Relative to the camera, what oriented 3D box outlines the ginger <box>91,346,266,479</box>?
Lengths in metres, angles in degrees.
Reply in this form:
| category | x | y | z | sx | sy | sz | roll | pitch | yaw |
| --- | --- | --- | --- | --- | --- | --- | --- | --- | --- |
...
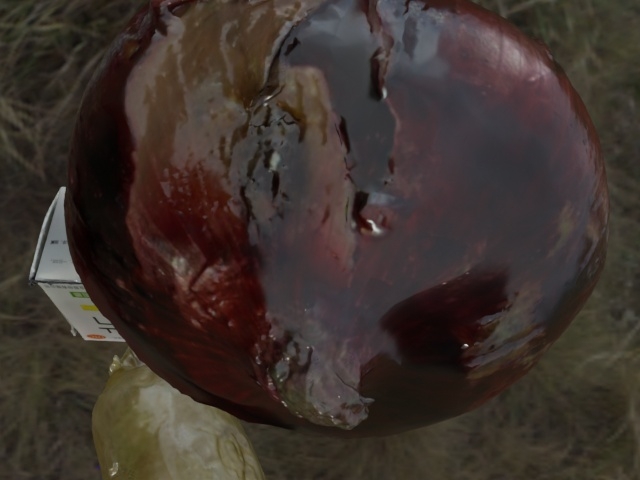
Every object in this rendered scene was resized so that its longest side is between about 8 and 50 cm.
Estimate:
| category | x | y | z | sx | sy | sz | roll | pitch | yaw |
| --- | --- | --- | --- | --- | --- | --- | --- | --- | --- |
| ginger | -0.116 | 0.205 | 0.996 | 0.138 | 0.152 | 0.267 | 18 | 60 | -59 |

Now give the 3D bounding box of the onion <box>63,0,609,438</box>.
| category | x | y | z | sx | sy | sz | roll | pitch | yaw |
| --- | --- | --- | --- | --- | --- | --- | --- | --- | --- |
| onion | 0.000 | 0.000 | 0.566 | 0.272 | 0.272 | 0.195 | 52 | 22 | -23 |

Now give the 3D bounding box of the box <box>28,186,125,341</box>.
| category | x | y | z | sx | sy | sz | roll | pitch | yaw |
| --- | --- | --- | --- | --- | --- | --- | --- | --- | --- |
| box | -0.181 | 0.037 | 1.515 | 0.173 | 0.332 | 0.145 | 67 | 28 | -56 |
